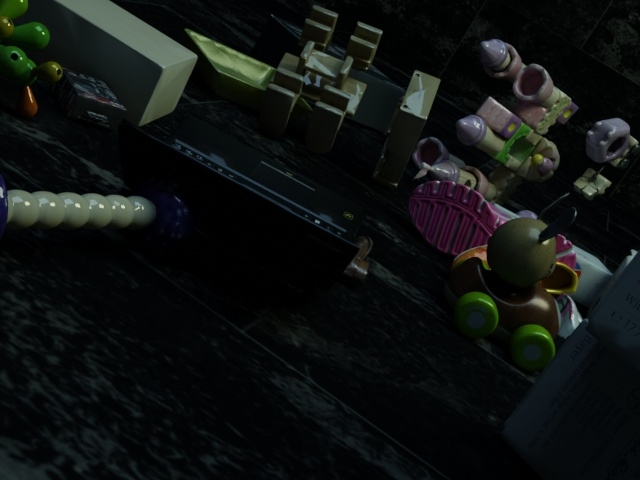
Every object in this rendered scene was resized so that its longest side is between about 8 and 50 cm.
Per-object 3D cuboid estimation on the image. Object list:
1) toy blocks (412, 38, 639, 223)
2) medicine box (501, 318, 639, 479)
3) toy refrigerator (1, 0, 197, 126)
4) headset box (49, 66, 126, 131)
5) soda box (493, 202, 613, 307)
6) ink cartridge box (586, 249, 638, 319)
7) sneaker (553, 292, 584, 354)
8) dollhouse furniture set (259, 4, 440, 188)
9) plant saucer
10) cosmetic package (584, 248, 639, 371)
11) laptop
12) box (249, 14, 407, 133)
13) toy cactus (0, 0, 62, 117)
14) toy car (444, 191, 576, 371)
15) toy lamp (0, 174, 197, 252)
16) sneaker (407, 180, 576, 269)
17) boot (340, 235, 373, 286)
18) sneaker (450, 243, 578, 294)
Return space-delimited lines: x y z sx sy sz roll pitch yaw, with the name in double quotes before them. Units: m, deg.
"toy blocks" 0.326 -0.178 1.620 0.260 0.288 0.309 18 24 -52
"medicine box" 0.365 0.221 0.848 0.263 0.149 0.289 11 27 -46
"toy refrigerator" -0.299 -0.249 1.128 0.269 0.094 0.102 32 25 4
"headset box" -0.261 -0.158 1.035 0.062 0.032 0.083 14 26 -41
"soda box" 0.357 0.025 1.480 0.216 0.069 0.074 27 18 -16
"ink cartridge box" 0.495 0.139 1.316 0.207 0.119 0.353 34 19 11
"sneaker" 0.321 0.139 1.153 0.077 0.072 0.178 39 23 -17
"dollhouse furniture set" 0.041 -0.209 1.439 0.242 0.161 0.212 22 52 1
"plant saucer" -0.127 -0.261 1.497 0.188 0.045 0.188 18 22 -35
"cosmetic package" 0.420 -0.021 0.710 0.217 0.385 0.156 40 20 28
"laptop" -0.060 -0.065 0.916 0.234 0.136 0.264 29 35 -1
"box" 0.018 -0.324 1.805 0.261 0.103 0.184 15 21 -41
"toy cactus" -0.363 -0.197 0.913 0.180 0.112 0.219 -5 38 -30
"toy car" 0.252 0.031 1.103 0.149 0.188 0.155 30 18 -3
"toy lamp" -0.206 -0.025 0.702 0.080 0.080 0.275 39 20 23
"sneaker" 0.242 -0.003 1.339 0.252 0.103 0.111 29 1 8
"boot" 0.000 0.000 1.036 0.114 0.037 0.106 25 20 -6
"sneaker" 0.259 0.040 1.222 0.175 0.064 0.067 2 6 -10
